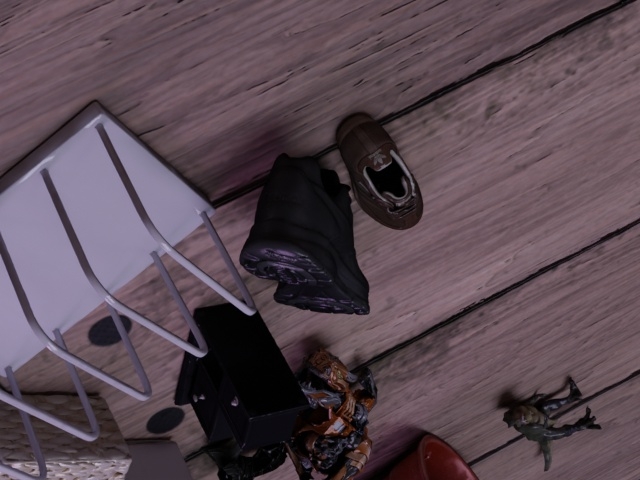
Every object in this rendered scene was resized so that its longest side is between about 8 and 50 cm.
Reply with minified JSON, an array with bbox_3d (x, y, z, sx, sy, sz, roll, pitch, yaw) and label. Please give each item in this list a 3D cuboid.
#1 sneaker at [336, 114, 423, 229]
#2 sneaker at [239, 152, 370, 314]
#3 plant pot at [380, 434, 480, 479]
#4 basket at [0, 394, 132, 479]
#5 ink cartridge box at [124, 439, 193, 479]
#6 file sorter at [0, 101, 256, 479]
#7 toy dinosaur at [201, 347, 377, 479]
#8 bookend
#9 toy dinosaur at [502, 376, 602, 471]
[{"bbox_3d":[0.070,-0.051,1.257,0.066,0.071,0.188,-35,142,3],"label":"sneaker"},{"bbox_3d":[0.000,0.000,1.234,0.109,0.130,0.286,7,165,10],"label":"sneaker"},{"bbox_3d":[0.112,0.460,1.716,0.265,0.272,0.272,-33,143,15],"label":"plant pot"},{"bbox_3d":[-0.297,0.231,1.280,0.167,0.113,0.103,8,123,-40],"label":"basket"},{"bbox_3d":[-0.241,0.420,1.432,0.131,0.226,0.306,4,130,-38],"label":"ink cartridge box"},{"bbox_3d":[-0.224,0.059,1.091,0.277,0.173,0.193,-38,143,7],"label":"file sorter"},{"bbox_3d":[-0.002,0.272,1.512,0.218,0.164,0.322,-37,123,-20],"label":"toy dinosaur"},{"bbox_3d":[-0.091,0.177,1.327,0.072,0.156,0.157,-9,138,-27],"label":"bookend"},{"bbox_3d":[0.353,0.276,1.828,0.118,0.064,0.268,-31,145,8],"label":"toy dinosaur"}]
